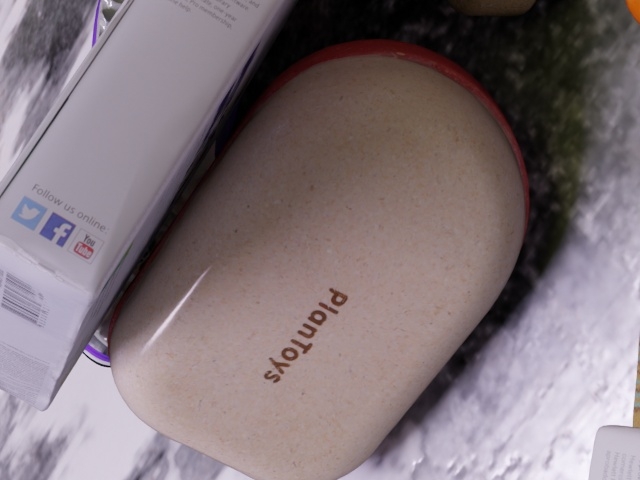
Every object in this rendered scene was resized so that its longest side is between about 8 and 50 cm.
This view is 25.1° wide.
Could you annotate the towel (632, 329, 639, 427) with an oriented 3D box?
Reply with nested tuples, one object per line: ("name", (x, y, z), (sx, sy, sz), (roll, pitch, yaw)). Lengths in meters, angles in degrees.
("towel", (0.216, 0.155, 0.497), (0.271, 0.040, 0.370), (-3, 77, 46))

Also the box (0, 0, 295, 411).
("box", (-0.059, -0.087, 0.674), (0.322, 0.058, 0.232), (-60, 4, -23))

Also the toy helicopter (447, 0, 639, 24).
("toy helicopter", (0.116, -0.165, 0.563), (0.355, 0.140, 0.235), (130, 131, -72))

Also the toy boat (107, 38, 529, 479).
("toy boat", (0.000, 0.000, 0.720), (0.231, 0.151, 0.151), (-53, 18, 25))

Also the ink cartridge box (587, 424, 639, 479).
("ink cartridge box", (0.188, 0.141, 0.443), (0.231, 0.078, 0.134), (5, 83, 48))

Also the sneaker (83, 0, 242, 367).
("sneaker", (-0.107, -0.063, 0.860), (0.146, 0.102, 0.293), (147, 137, -65))
